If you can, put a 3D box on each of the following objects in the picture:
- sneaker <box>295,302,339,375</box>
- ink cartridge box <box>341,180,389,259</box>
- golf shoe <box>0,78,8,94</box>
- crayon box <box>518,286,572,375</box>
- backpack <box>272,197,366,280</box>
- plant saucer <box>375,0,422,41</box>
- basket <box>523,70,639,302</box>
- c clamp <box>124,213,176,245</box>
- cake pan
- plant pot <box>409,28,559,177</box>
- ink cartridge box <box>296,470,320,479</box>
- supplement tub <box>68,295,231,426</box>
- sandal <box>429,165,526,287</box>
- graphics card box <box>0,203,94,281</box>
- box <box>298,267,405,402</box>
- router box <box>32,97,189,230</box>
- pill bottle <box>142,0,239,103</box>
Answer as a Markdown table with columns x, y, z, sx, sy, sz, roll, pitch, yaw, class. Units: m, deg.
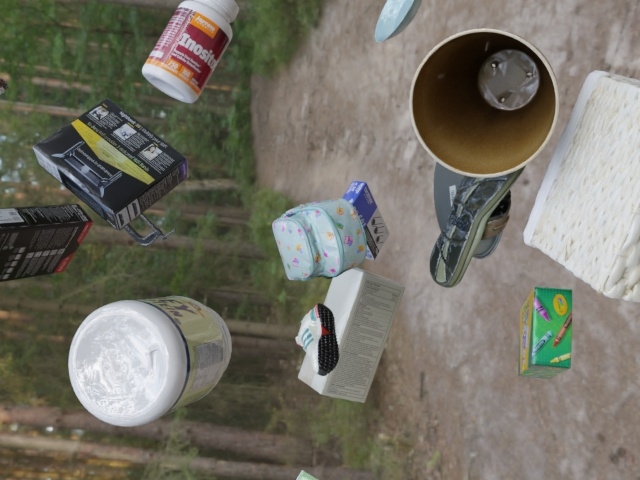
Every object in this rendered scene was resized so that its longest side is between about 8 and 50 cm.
| x | y | z | sx | sy | sz | roll | pitch | yaw | class |
| --- | --- | --- | --- | --- | --- | --- | --- | --- | --- |
| -0.010 | 0.201 | 1.322 | 0.075 | 0.057 | 0.161 | -39 | 36 | 31 | sneaker |
| 0.115 | -0.051 | 1.808 | 0.097 | 0.046 | 0.207 | -58 | -41 | -27 | ink cartridge box |
| -0.739 | -0.337 | 1.433 | 0.086 | 0.067 | 0.186 | -53 | -15 | 5 | golf shoe |
| 0.497 | 0.213 | 1.527 | 0.278 | 0.081 | 0.165 | 58 | -143 | -71 | crayon box |
| 0.000 | 0.000 | 1.405 | 0.188 | 0.144 | 0.165 | -12 | 94 | 49 | backpack |
| 0.195 | -0.543 | 1.596 | 0.195 | 0.037 | 0.195 | -52 | 24 | 35 | plant saucer |
| 0.574 | -0.071 | 1.115 | 0.266 | 0.328 | 0.331 | -115 | 40 | -69 | basket |
| -0.488 | -0.050 | 1.878 | 0.137 | 0.161 | 0.022 | -39 | 13 | 36 | c clamp |
| 0.322 | -0.101 | 1.523 | 0.293 | 0.054 | 0.293 | 175 | 90 | -79 | cake pan |
| 0.306 | -0.260 | 1.189 | 0.254 | 0.237 | 0.237 | -42 | -33 | -56 | plant pot |
| -0.039 | 0.516 | 1.131 | 0.235 | 0.056 | 0.171 | -57 | -40 | -17 | ink cartridge box |
| -0.330 | 0.234 | 1.405 | 0.325 | 0.236 | 0.235 | 11 | -95 | -78 | supplement tub |
| 0.311 | -0.043 | 1.335 | 0.302 | 0.086 | 0.120 | -65 | 26 | 19 | sandal |
| -0.871 | 0.011 | 1.988 | 0.233 | 0.094 | 0.371 | -50 | -18 | 25 | graphics card box |
| 0.077 | 0.226 | 1.693 | 0.121 | 0.148 | 0.311 | 19 | 88 | 57 | box |
| -0.533 | -0.202 | 1.756 | 0.243 | 0.309 | 0.081 | -43 | -20 | -27 | router box |
| -0.178 | -0.278 | 0.963 | 0.152 | 0.086 | 0.086 | -63 | 4 | -7 | pill bottle |
